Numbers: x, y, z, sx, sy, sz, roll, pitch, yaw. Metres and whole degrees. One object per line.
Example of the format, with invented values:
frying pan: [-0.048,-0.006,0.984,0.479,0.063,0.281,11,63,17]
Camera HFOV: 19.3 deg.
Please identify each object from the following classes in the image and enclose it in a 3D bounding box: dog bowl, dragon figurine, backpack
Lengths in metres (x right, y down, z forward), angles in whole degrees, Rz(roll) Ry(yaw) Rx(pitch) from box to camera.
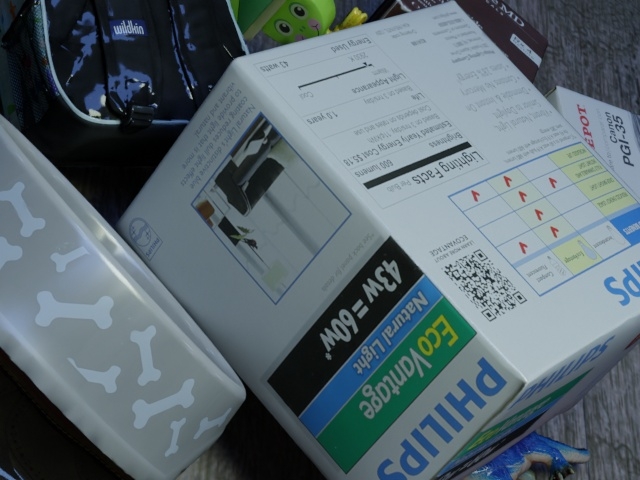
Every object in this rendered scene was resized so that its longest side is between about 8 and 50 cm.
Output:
dog bowl: [-0.193,0.040,1.466,0.349,0.102,0.349,47,-2,2]
dragon figurine: [0.162,0.189,1.807,0.289,0.085,0.144,-18,72,-44]
backpack: [-0.190,-0.190,1.732,0.225,0.191,0.254,-3,73,-36]

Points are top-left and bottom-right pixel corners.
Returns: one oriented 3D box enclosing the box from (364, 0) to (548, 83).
box: [0.111,-0.170,1.953,0.168,0.167,0.203,39,28,-5]

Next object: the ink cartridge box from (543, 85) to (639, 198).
ink cartridge box: [0.351,-0.028,2.106,0.283,0.117,0.207,16,50,-30]

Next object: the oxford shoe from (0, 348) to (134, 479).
oxford shoe: [-0.217,0.209,1.482,0.348,0.123,0.130,47,59,8]

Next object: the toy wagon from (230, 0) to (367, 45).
toy wagon: [-0.107,-0.292,1.827,0.344,0.267,0.068,39,52,-8]

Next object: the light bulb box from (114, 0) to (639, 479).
light bulb box: [0.086,0.008,1.665,0.361,0.225,0.358,49,36,14]
